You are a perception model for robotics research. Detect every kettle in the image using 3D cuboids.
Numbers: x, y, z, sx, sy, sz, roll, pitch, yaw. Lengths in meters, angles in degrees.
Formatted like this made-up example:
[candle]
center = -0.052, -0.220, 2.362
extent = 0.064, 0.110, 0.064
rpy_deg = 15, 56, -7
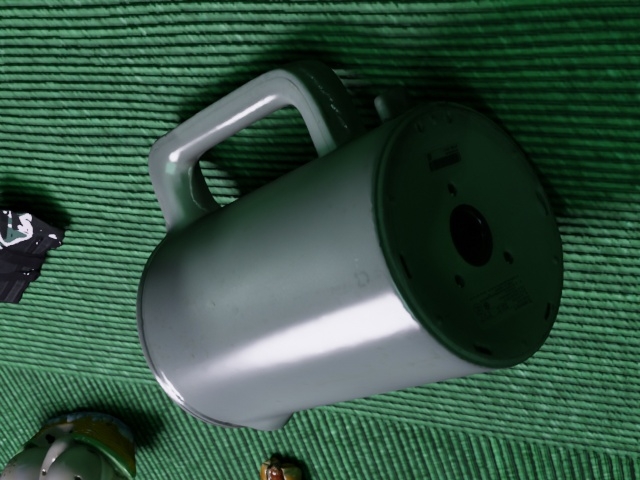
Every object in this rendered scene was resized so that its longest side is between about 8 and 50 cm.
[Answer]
[kettle]
center = -0.004, 0.013, 1.053
extent = 0.265, 0.205, 0.318
rpy_deg = 44, 141, -21

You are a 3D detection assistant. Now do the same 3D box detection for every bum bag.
[bum bag]
center = -0.335, 0.013, 1.375
extent = 0.087, 0.049, 0.197
rpy_deg = 16, 145, -22

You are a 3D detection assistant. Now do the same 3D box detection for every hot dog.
[hot dog]
center = -0.041, 0.300, 1.500
extent = 0.056, 0.041, 0.133
rpy_deg = 12, 137, 21

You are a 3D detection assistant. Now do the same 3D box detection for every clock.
[clock]
center = -0.304, 0.282, 1.561
extent = 0.231, 0.144, 0.103
rpy_deg = -15, 125, 40
